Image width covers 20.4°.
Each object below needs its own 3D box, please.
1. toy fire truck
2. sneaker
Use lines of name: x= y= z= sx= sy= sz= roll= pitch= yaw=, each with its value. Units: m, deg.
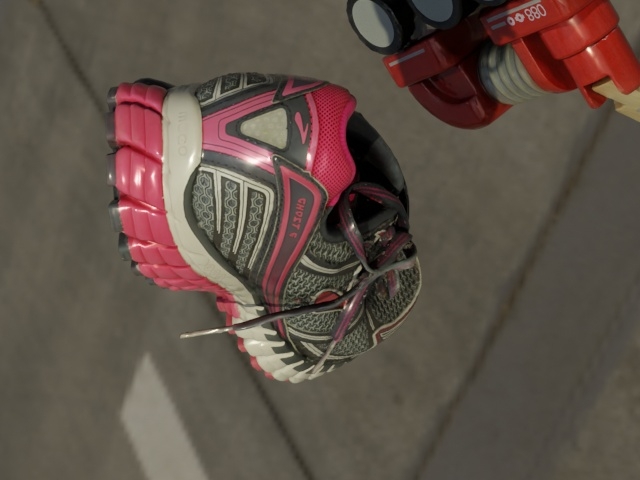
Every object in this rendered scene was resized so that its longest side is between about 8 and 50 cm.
toy fire truck: x=0.178 y=-0.140 z=1.355 sx=0.158 sy=0.246 sz=0.217 roll=-39 pitch=12 yaw=-30
sneaker: x=0.000 y=0.000 z=0.883 sx=0.112 sy=0.299 sz=0.120 roll=-6 pitch=76 yaw=17
